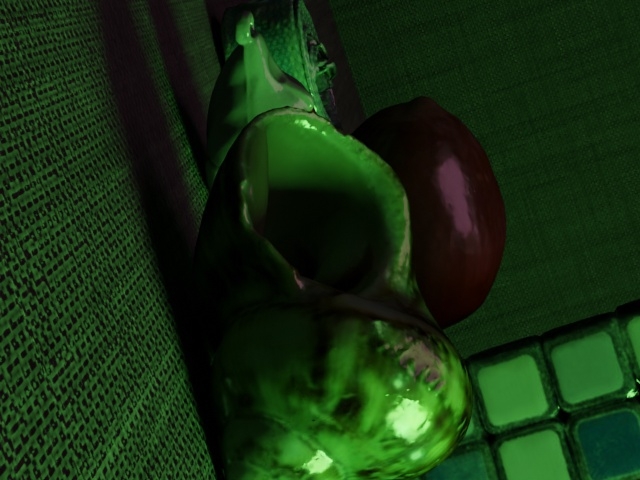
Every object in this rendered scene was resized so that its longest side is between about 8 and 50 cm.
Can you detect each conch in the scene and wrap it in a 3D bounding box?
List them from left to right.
[{"bbox_3d":[-0.006,0.045,0.865,0.187,0.124,0.181,45,23,-14],"label":"conch"}]

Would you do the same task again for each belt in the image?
[{"bbox_3d":[-0.026,-0.127,1.383,0.163,0.082,0.147,-86,162,-73],"label":"belt"}]

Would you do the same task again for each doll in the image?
[{"bbox_3d":[-0.032,-0.041,1.071,0.102,0.075,0.227,-84,168,-52],"label":"doll"}]

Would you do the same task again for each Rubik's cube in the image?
[{"bbox_3d":[0.204,0.220,1.270,0.292,0.287,0.293,26,47,-69],"label":"Rubik's cube"}]

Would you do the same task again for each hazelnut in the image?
[{"bbox_3d":[0.073,-0.019,1.450,0.214,0.176,0.214,-171,-90,-80],"label":"hazelnut"}]
